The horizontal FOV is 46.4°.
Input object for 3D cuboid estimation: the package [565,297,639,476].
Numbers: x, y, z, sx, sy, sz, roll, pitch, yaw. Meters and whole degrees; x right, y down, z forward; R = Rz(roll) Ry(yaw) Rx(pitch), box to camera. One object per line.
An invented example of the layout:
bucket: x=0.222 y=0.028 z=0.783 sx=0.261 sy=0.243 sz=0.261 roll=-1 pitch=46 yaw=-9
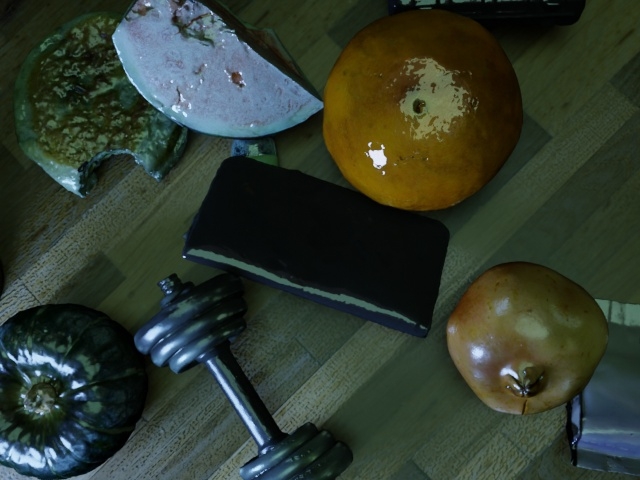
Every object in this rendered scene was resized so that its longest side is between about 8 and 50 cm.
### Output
package: x=0.461 y=0.215 z=1.068 sx=0.204 sy=0.062 sz=0.251 roll=9 pitch=70 yaw=6

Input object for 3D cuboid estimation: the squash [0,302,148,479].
squash: x=-0.378 y=0.214 z=1.075 sx=0.252 sy=0.165 sz=0.252 roll=0 pitch=81 yaw=2

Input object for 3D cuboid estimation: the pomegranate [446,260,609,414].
pomegranate: x=0.278 y=0.128 z=1.018 sx=0.209 sy=0.209 sz=0.209 roll=-1 pitch=82 yaw=5

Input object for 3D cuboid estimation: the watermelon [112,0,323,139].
watermelon: x=-0.143 y=-0.267 z=1.114 sx=0.305 sy=0.180 sz=0.224 roll=33 pitch=69 yaw=-21

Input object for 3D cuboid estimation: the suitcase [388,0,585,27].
suitcase: x=0.245 y=-0.411 z=1.136 sx=0.285 sy=0.066 sz=0.206 roll=-1 pitch=61 yaw=5

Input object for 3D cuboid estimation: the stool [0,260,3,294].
stool: x=-0.601 y=0.047 z=1.068 sx=0.179 sy=0.264 sz=0.179 roll=-1 pitch=82 yaw=4

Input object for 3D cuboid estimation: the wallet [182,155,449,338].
wallet: x=0.000 y=0.000 z=1.082 sx=0.377 sy=0.051 sz=0.197 roll=18 pitch=60 yaw=-1

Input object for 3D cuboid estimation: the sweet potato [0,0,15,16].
sweet potato: x=-0.502 y=-0.508 z=1.228 sx=0.097 sy=0.097 sz=0.292 roll=4 pitch=83 yaw=5

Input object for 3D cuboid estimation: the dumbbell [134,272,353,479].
dumbbell: x=-0.109 y=0.220 z=1.048 sx=0.179 sy=0.179 sz=0.406 roll=-34 pitch=82 yaw=-1

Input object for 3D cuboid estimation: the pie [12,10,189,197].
pie: x=-0.345 y=-0.220 z=1.185 sx=0.302 sy=0.067 sz=0.302 roll=0 pitch=81 yaw=3

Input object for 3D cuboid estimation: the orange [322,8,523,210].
orange: x=0.139 y=-0.181 z=1.058 sx=0.284 sy=0.226 sz=0.284 roll=0 pitch=92 yaw=9

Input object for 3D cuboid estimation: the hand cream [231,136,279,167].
hand cream: x=-0.098 y=-0.080 z=1.158 sx=0.095 sy=0.046 sz=0.175 roll=-6 pitch=86 yaw=-1
